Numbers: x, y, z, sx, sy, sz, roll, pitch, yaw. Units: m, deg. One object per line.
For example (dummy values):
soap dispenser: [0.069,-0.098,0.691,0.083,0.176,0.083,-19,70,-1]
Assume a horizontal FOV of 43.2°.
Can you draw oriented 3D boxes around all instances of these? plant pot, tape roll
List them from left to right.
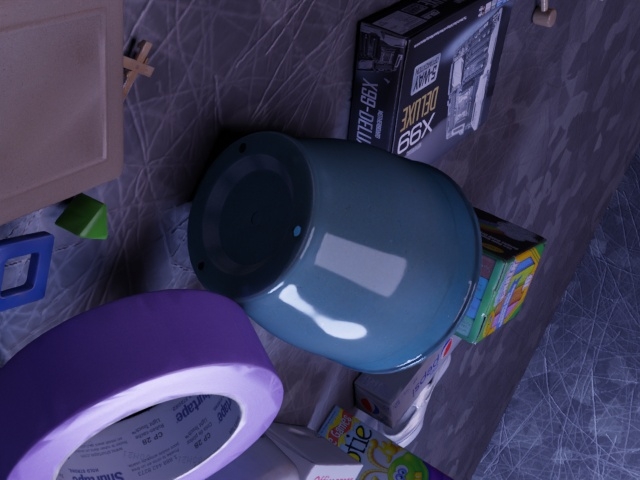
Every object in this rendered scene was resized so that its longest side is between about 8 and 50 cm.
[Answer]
tape roll: [-0.178,0.167,0.786,0.275,0.090,0.274,-22,147,-15]
plant pot: [0.000,0.000,0.914,0.255,0.272,0.271,21,96,-48]

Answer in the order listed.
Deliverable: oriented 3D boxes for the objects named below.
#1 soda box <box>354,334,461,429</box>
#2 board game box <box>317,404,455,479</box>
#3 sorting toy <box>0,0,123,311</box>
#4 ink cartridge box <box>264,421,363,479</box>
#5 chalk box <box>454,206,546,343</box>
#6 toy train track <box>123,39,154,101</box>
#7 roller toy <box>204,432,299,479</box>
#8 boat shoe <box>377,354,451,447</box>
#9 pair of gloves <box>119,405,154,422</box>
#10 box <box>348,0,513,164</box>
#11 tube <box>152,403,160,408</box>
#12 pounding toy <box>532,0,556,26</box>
soda box: [0.185,0.229,1.610,0.286,0.091,0.098,-46,148,-30]
board game box: [0.116,0.444,1.481,0.142,0.275,0.144,-56,152,-14]
sorting toy: [-0.228,-0.108,0.621,0.196,0.047,0.347,-37,144,-48]
ink cartridge box: [-0.086,0.461,1.304,0.306,0.131,0.226,-60,153,-2]
chalk box: [0.269,0.065,1.514,0.289,0.180,0.179,-17,129,-53]
toy train track: [-0.175,-0.141,0.719,0.083,0.014,0.048,-61,161,9]
roller toy: [-0.137,0.331,1.073,0.191,0.146,0.209,-38,151,-24]
boat shoe: [0.196,0.311,1.706,0.267,0.096,0.088,-53,148,-20]
pair of gloves: [-0.212,0.213,0.982,0.083,0.010,0.074,-44,150,-27]
box: [0.158,-0.231,1.155,0.307,0.077,0.242,-37,144,-41]
tube: [-0.183,0.209,0.959,0.207,0.052,0.080,-49,177,-17]
pounding toy: [0.463,-0.476,1.449,0.181,0.094,0.206,-8,121,-58]
